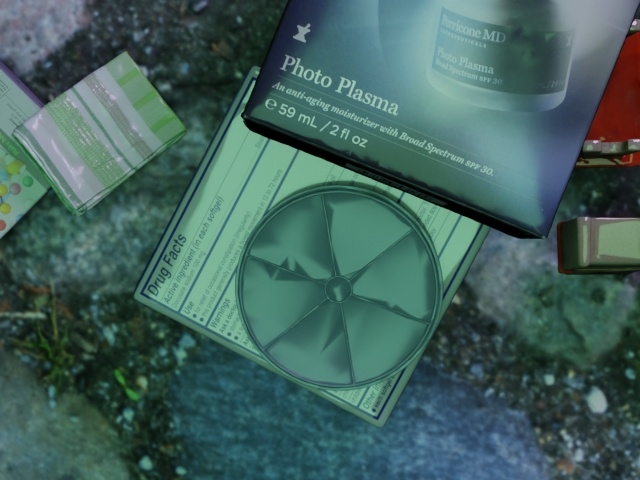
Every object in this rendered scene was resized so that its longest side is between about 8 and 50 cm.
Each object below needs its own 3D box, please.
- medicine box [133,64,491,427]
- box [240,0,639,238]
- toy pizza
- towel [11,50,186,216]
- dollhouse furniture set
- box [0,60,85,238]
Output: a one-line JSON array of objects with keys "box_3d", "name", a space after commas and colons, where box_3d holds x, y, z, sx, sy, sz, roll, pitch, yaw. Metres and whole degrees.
[{"box_3d": [0.000, 0.000, 1.860, 0.289, 0.149, 0.263, 28, 97, 0], "name": "medicine box"}, {"box_3d": [0.115, -0.189, 1.682, 0.296, 0.183, 0.294, 21, 89, -1], "name": "box"}, {"box_3d": [0.018, 0.045, 1.774, 0.201, 0.032, 0.201, 0, 97, 3], "name": "toy pizza"}, {"box_3d": [-0.227, -0.112, 1.895, 0.152, 0.023, 0.113, -39, 95, -16], "name": "towel"}, {"box_3d": [0.287, -0.096, 1.862, 0.262, 0.135, 0.259, 0, 87, -1], "name": "dollhouse furniture set"}, {"box_3d": [-0.359, -0.080, 1.925, 0.186, 0.038, 0.145, -44, 93, 8], "name": "box"}]
